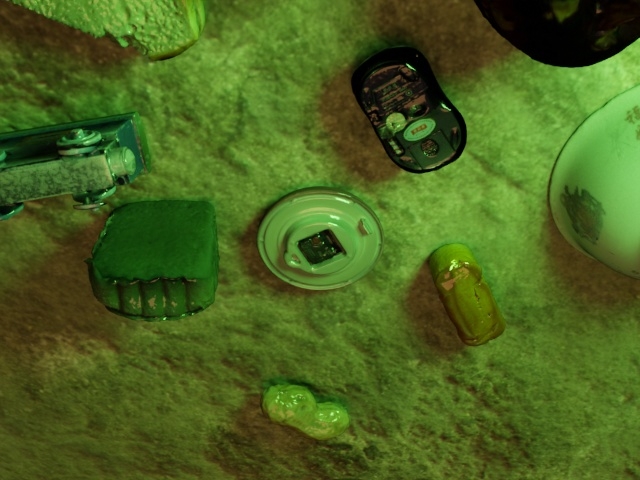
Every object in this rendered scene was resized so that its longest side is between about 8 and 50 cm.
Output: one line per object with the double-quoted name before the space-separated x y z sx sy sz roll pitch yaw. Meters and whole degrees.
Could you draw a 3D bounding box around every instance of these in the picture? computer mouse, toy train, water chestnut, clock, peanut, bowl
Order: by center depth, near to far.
"water chestnut" 0.359 -0.372 0.982 0.335 0.347 0.335 -6 130 -8
"computer mouse" 0.146 -0.216 1.266 0.137 0.096 0.233 -27 121 15
"toy train" -0.437 -0.126 1.277 0.299 0.202 0.131 -7 114 7
"bowl" 0.631 -0.056 1.334 0.434 0.196 0.435 0 129 0
"clock" 0.000 0.001 1.475 0.244 0.056 0.245 1 131 1
"peanut" -0.035 0.396 1.784 0.229 0.098 0.103 29 151 -25

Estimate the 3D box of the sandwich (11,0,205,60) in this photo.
"sandwich" -0.330 -0.364 1.138 0.288 0.100 0.254 -17 128 13

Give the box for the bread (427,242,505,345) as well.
"bread" 0.295 0.114 1.548 0.102 0.094 0.246 -22 127 10

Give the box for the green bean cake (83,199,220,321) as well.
"green bean cake" -0.293 0.034 1.391 0.222 0.227 0.125 2 128 -2
